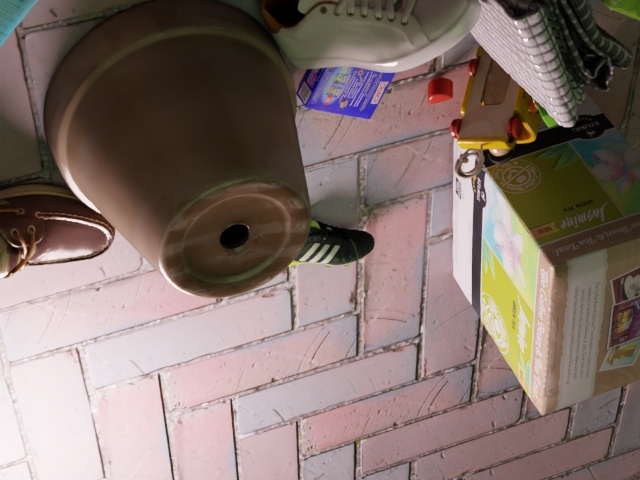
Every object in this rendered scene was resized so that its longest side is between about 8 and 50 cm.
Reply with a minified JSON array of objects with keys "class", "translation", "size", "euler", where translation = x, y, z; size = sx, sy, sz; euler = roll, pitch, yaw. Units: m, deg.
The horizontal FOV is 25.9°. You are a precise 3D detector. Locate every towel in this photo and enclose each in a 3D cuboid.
[{"class":"towel","translation":[0.243,-0.307,1.704],"size":[0.121,0.283,0.235],"euler":[-37,138,2]}]

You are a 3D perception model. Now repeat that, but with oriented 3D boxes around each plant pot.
[{"class":"plant pot","translation":[-0.149,-0.090,1.704],"size":[0.323,0.280,0.323],"euler":[-15,135,-15]}]

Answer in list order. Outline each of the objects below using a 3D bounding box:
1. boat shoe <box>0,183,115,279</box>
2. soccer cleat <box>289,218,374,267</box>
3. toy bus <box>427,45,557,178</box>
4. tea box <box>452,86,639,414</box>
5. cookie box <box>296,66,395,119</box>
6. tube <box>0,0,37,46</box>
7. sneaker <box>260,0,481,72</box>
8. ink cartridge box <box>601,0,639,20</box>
[{"class":"boat shoe","translation":[-0.415,0.006,1.764],"size":[0.342,0.123,0.123],"euler":[5,128,-32]},{"class":"soccer cleat","translation":[0.000,0.000,2.038],"size":[0.179,0.060,0.072],"euler":[-6,132,-20]},{"class":"toy bus","translation":[0.254,-0.173,1.910],"size":[0.202,0.191,0.104],"euler":[-38,138,8]},{"class":"tea box","translation":[0.355,0.014,2.049],"size":[0.220,0.323,0.329],"euler":[-19,136,-12]},{"class":"cookie box","translation":[0.036,-0.214,1.862],"size":[0.107,0.040,0.091],"euler":[7,126,-34]},{"class":"tube","translation":[-0.407,-0.223,1.606],"size":[0.080,0.052,0.207],"euler":[24,112,-41]},{"class":"sneaker","translation":[0.047,-0.273,1.672],"size":[0.290,0.106,0.123],"euler":[-3,144,36]},{"class":"ink cartridge box","translation":[0.395,-0.406,1.610],"size":[0.097,0.188,0.255],"euler":[12,123,-35]}]
